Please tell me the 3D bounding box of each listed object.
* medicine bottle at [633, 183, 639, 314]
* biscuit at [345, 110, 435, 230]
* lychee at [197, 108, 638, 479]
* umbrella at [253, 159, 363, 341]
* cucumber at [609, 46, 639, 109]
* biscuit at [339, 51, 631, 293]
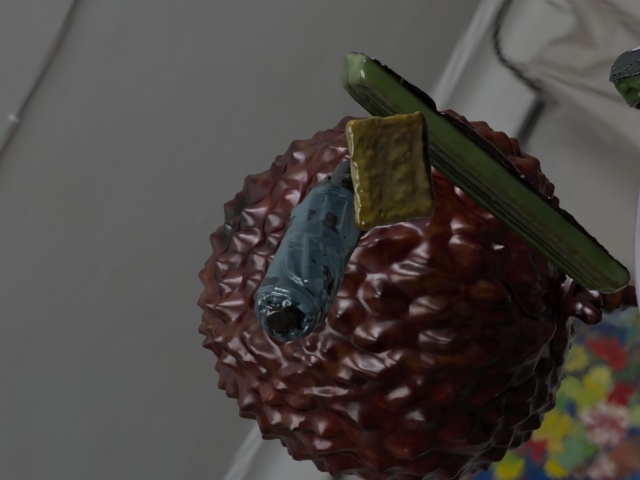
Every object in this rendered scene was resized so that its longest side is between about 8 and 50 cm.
[{"bbox_3d":[0.396,0.002,1.071,0.301,0.241,0.241,3,-62,-11],"label":"medicine bottle"},{"bbox_3d":[0.053,-0.053,1.157,0.081,0.018,0.083,-13,-82,-42],"label":"biscuit"},{"bbox_3d":[0.108,0.059,1.680,0.424,0.499,0.425,-7,-90,-73],"label":"lychee"},{"bbox_3d":[0.002,-0.001,1.166,0.250,0.053,0.052,-62,-46,-60],"label":"umbrella"},{"bbox_3d":[0.442,-0.212,1.818,0.115,0.193,0.086,27,-127,-53],"label":"cucumber"},{"bbox_3d":[0.143,-0.057,1.370,0.322,0.099,0.038,38,-97,-10],"label":"biscuit"}]
